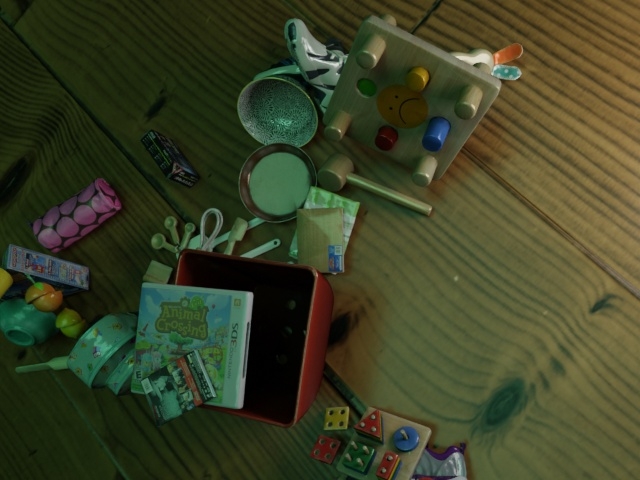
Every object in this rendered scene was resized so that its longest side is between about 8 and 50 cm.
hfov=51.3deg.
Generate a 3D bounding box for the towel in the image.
[{"bbox_3d":[0.008,-0.021,1.332,0.113,0.023,0.152,21,99,18],"label":"towel"}]

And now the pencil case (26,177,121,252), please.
[{"bbox_3d":[-0.558,-0.062,1.525,0.209,0.095,0.098,-29,52,11],"label":"pencil case"}]

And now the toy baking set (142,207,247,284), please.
[{"bbox_3d":[-0.272,0.034,1.412,0.256,0.030,0.196,-7,79,21],"label":"toy baking set"}]

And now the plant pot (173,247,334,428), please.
[{"bbox_3d":[-0.108,0.172,1.236,0.267,0.236,0.267,7,86,20],"label":"plant pot"}]

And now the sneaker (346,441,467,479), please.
[{"bbox_3d":[0.157,0.413,1.204,0.224,0.083,0.098,-7,51,21],"label":"sneaker"}]

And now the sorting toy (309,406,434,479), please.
[{"bbox_3d":[0.101,0.363,1.188,0.274,0.046,0.132,11,54,34],"label":"sorting toy"}]

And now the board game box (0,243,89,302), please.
[{"bbox_3d":[-0.654,0.079,1.473,0.194,0.194,0.060,-16,63,16],"label":"board game box"}]

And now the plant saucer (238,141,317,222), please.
[{"bbox_3d":[-0.087,-0.119,1.383,0.168,0.029,0.168,-1,83,12],"label":"plant saucer"}]

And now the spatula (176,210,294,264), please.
[{"bbox_3d":[-0.183,0.042,1.405,0.242,0.019,0.168,-26,72,15],"label":"spatula"}]

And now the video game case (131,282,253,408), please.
[{"bbox_3d":[-0.222,0.176,1.139,0.212,0.023,0.193,3,85,21],"label":"video game case"}]

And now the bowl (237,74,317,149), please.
[{"bbox_3d":[-0.077,-0.278,1.370,0.170,0.170,0.080,1,42,20],"label":"bowl"}]

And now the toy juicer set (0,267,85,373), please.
[{"bbox_3d":[-0.602,0.181,1.453,0.209,0.329,0.089,4,45,4],"label":"toy juicer set"}]

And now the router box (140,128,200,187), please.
[{"bbox_3d":[-0.327,-0.178,1.455,0.038,0.092,0.122,-41,71,9],"label":"router box"}]

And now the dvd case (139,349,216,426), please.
[{"bbox_3d":[-0.240,0.248,1.118,0.119,0.013,0.087,-30,75,13],"label":"dvd case"}]

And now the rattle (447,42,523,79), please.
[{"bbox_3d":[0.271,-0.325,1.292,0.200,0.143,0.130,-36,105,-2],"label":"rattle"}]

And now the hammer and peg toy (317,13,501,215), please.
[{"bbox_3d":[0.142,-0.211,1.223,0.266,0.361,0.127,27,53,1],"label":"hammer and peg toy"}]

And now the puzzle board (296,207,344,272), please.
[{"bbox_3d":[0.000,0.000,1.317,0.096,0.011,0.128,-1,91,19],"label":"puzzle board"}]

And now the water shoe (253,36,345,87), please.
[{"bbox_3d":[-0.043,-0.365,1.406,0.203,0.073,0.080,-12,55,14],"label":"water shoe"}]

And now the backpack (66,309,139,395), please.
[{"bbox_3d":[-0.413,0.232,1.366,0.144,0.188,0.166,43,96,21],"label":"backpack"}]

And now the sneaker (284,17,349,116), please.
[{"bbox_3d":[0.037,-0.351,1.299,0.153,0.235,0.094,-30,32,1],"label":"sneaker"}]
